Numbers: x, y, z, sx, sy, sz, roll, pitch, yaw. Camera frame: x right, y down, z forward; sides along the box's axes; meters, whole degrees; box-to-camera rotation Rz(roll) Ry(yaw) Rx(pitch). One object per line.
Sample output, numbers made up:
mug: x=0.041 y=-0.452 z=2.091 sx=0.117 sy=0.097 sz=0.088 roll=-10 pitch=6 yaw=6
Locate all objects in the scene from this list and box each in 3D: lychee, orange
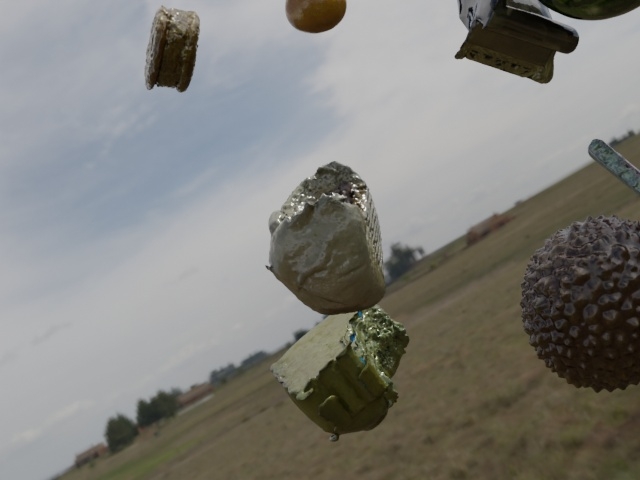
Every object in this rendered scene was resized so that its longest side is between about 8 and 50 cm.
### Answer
lychee: x=0.416 y=0.081 z=1.344 sx=0.267 sy=0.267 sz=0.267 roll=-29 pitch=-5 yaw=-3
orange: x=-0.013 y=-0.588 z=2.275 sx=0.159 sy=0.136 sz=0.159 roll=-14 pitch=29 yaw=8

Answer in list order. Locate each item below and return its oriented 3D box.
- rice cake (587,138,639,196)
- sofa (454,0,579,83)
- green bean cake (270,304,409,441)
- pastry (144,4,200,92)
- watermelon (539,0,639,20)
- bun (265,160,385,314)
rice cake: x=0.507 y=-0.089 z=1.454 sx=0.033 sy=0.207 sz=0.033 roll=-50 pitch=-18 yaw=10
sofa: x=0.340 y=-0.426 z=1.595 sx=0.200 sy=0.258 sz=0.182 roll=14 pitch=-40 yaw=-22
green bean cake: x=0.075 y=0.276 z=1.938 sx=0.285 sy=0.202 sz=0.310 roll=-38 pitch=12 yaw=-4
pastry: x=-0.327 y=-0.418 z=2.027 sx=0.103 sy=0.189 sz=0.189 roll=8 pitch=-17 yaw=-16
watermelon: x=0.428 y=-0.483 z=1.421 sx=0.285 sy=0.285 sz=0.285 roll=-29 pitch=-5 yaw=-3
bun: x=0.005 y=0.012 z=1.660 sx=0.204 sy=0.282 sz=0.281 roll=-11 pitch=-1 yaw=13
